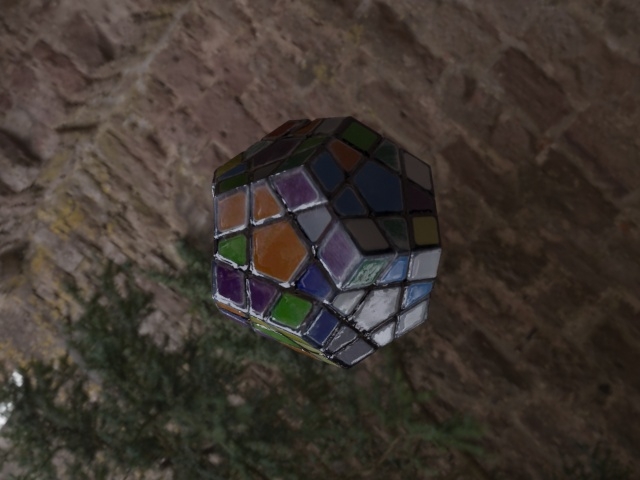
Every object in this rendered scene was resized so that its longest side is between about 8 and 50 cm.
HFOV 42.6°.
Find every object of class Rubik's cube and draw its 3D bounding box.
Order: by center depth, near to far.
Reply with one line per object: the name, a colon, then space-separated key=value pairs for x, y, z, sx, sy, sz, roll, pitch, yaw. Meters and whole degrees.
Rubik's cube: x=0.000 y=0.000 z=0.354 sx=0.111 sy=0.111 sz=0.093 roll=18 pitch=-154 yaw=-45
